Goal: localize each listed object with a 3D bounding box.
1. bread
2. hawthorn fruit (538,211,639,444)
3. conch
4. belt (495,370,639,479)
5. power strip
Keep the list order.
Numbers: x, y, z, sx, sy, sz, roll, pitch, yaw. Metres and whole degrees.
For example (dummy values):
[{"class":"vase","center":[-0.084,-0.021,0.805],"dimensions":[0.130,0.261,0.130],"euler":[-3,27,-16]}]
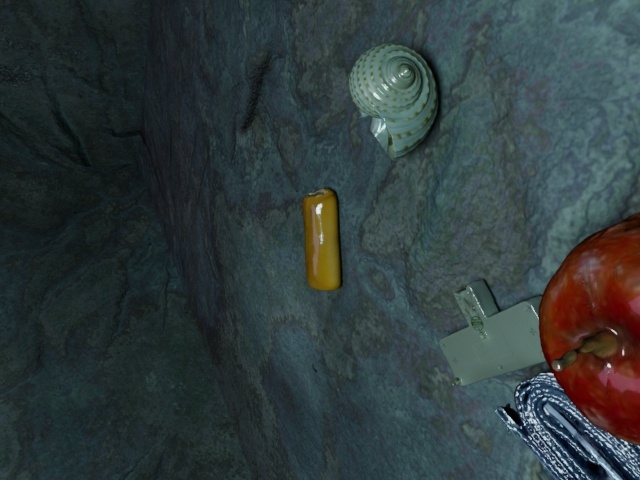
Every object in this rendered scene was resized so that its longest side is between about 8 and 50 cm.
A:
[{"class":"bread","center":[0.000,0.000,1.136],"dimensions":[0.092,0.074,0.239],"euler":[17,113,61]},{"class":"hawthorn fruit","center":[0.311,0.087,0.466],"dimensions":[0.242,0.272,0.242],"euler":[171,90,-69]},{"class":"conch","center":[0.127,-0.235,0.806],"dimensions":[0.172,0.131,0.200],"euler":[55,-172,-1]},{"class":"belt","center":[0.346,0.265,0.616],"dimensions":[0.122,0.128,0.218],"euler":[-46,54,9]},{"class":"power strip","center":[0.260,0.138,0.765],"dimensions":[0.215,0.061,0.145],"euler":[-47,60,52]}]
